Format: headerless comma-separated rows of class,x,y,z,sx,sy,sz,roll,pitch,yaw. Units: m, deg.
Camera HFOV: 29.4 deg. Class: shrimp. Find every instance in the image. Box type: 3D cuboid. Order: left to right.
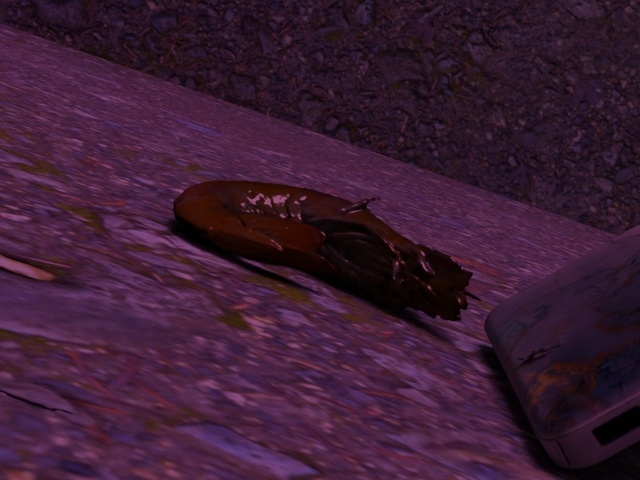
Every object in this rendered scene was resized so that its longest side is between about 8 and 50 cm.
shrimp,0.000,0.000,0.883,0.248,0.068,0.150,18,19,30

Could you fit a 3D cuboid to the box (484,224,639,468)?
box,0.174,0.050,0.712,0.044,0.142,0.285,60,5,-6
